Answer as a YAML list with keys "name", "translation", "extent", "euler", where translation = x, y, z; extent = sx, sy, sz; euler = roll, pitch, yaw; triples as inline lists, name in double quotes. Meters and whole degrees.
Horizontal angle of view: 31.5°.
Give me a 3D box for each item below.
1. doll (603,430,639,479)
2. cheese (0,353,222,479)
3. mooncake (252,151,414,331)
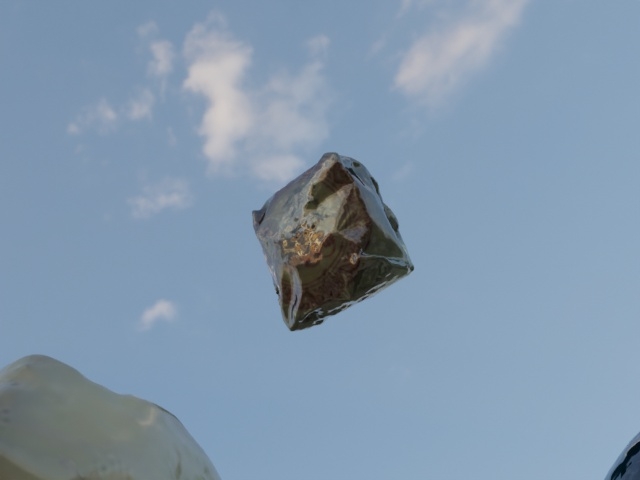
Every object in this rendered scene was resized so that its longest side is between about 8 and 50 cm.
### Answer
- name: "doll"
  translation: [0.209, 0.107, 0.438]
  extent: [0.186, 0.198, 0.322]
  euler: [13, -88, -51]
- name: "cheese"
  translation: [-0.163, 0.210, 0.566]
  extent: [0.317, 0.115, 0.327]
  euler: [10, -68, 5]
- name: "mooncake"
  translation: [0.000, 0.000, 0.990]
  extent: [0.125, 0.130, 0.073]
  euler: [-31, -23, 26]
